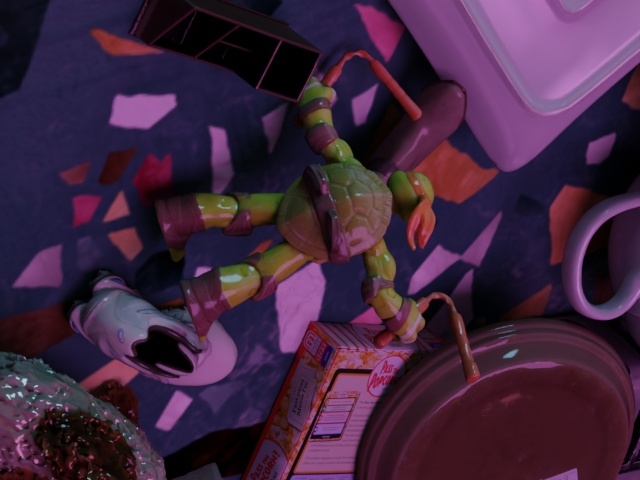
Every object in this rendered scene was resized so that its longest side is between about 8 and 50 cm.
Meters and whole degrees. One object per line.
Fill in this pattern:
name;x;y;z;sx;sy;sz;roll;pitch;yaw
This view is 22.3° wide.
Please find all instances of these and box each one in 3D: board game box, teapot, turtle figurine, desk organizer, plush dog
board game box;0.021;0.167;1.460;0.147;0.045;0.193;6;116;-43
teapot;0.360;0.052;1.512;0.187;0.256;0.252;-59;166;-3
turtle figurine;0.000;0.000;1.198;0.217;0.269;0.087;-18;172;-4
desk organizer;-0.064;-0.140;1.151;0.130;0.050;0.047;13;111;-45
plush dog;-0.200;0.158;1.164;0.225;0.262;0.210;66;38;-56

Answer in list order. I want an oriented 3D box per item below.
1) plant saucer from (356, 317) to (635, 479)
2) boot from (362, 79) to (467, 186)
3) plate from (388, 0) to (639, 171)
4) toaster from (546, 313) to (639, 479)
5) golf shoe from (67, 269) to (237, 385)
plant saucer;0.168;0.196;1.486;0.278;0.041;0.278;-10;123;-16
boot;0.068;-0.073;1.290;0.087;0.042;0.118;-48;176;-26
plate;0.193;-0.223;1.255;0.277;0.045;0.278;-40;124;-3
toaster;0.262;0.169;1.622;0.168;0.110;0.185;-3;122;-38
golf shoe;-0.115;0.088;1.255;0.176;0.086;0.069;26;100;-49
